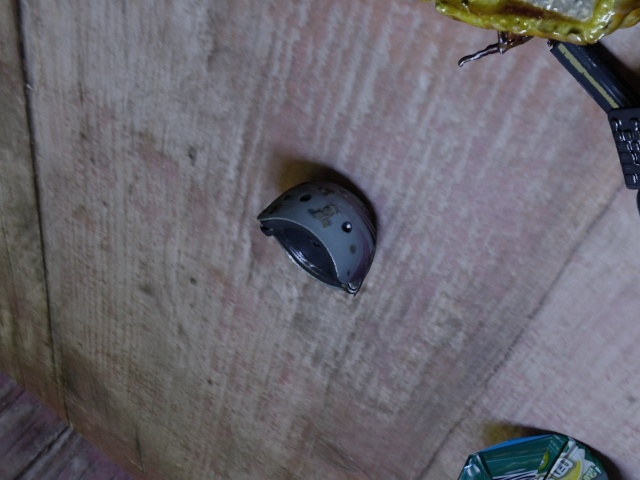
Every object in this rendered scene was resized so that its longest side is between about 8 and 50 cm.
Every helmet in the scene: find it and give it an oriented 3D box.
[{"bbox_3d":[0.008,-0.014,1.679,0.153,0.107,0.177,34,172,10],"label":"helmet"}]

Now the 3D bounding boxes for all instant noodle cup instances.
[{"bbox_3d":[0.300,0.401,1.768,0.240,0.240,0.178,19,152,39],"label":"instant noodle cup"}]

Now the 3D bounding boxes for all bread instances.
[{"bbox_3d":[0.174,-0.253,1.051,0.222,0.096,0.181,23,122,32],"label":"bread"}]

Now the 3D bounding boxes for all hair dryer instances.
[{"bbox_3d":[0.286,-0.119,1.192,0.255,0.070,0.128,48,153,-1],"label":"hair dryer"}]

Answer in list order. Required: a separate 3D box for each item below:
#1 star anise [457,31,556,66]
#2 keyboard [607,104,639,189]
[{"bbox_3d":[0.176,-0.203,1.173,0.191,0.070,0.097,-29,88,45],"label":"star anise"},{"bbox_3d":[0.344,-0.079,1.090,0.250,0.017,0.087,5,120,51],"label":"keyboard"}]
